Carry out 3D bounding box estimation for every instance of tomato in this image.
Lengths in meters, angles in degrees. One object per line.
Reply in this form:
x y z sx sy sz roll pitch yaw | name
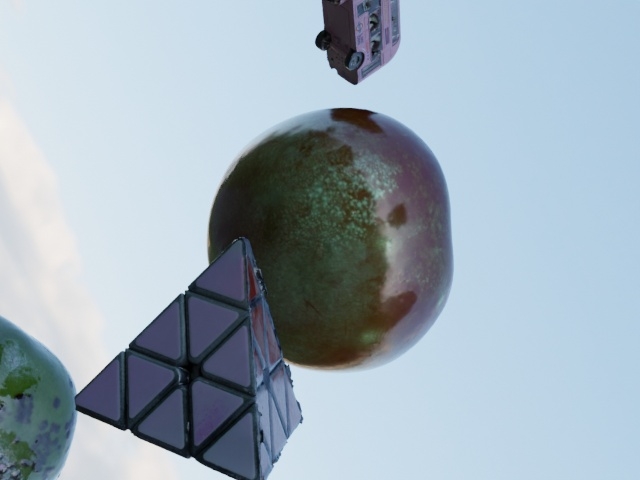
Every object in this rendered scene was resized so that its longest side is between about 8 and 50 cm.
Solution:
0.000 0.000 1.550 0.270 0.222 0.270 26 -59 55 | tomato

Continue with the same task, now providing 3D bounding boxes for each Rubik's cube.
-0.123 0.098 1.298 0.211 0.178 0.191 -25 109 -83 | Rubik's cube

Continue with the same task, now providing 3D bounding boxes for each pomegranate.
-0.401 0.197 1.697 0.254 0.270 0.254 27 -52 41 | pomegranate

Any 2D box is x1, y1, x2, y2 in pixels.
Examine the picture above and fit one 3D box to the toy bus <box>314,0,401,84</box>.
0.041 -0.267 1.699 0.063 0.090 0.203 39 -27 31 | toy bus
